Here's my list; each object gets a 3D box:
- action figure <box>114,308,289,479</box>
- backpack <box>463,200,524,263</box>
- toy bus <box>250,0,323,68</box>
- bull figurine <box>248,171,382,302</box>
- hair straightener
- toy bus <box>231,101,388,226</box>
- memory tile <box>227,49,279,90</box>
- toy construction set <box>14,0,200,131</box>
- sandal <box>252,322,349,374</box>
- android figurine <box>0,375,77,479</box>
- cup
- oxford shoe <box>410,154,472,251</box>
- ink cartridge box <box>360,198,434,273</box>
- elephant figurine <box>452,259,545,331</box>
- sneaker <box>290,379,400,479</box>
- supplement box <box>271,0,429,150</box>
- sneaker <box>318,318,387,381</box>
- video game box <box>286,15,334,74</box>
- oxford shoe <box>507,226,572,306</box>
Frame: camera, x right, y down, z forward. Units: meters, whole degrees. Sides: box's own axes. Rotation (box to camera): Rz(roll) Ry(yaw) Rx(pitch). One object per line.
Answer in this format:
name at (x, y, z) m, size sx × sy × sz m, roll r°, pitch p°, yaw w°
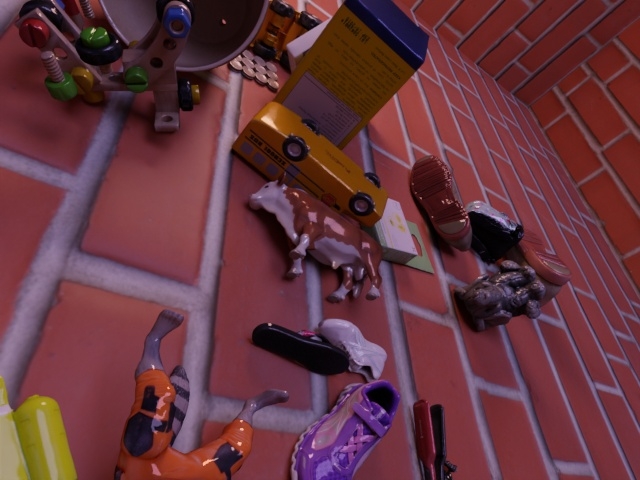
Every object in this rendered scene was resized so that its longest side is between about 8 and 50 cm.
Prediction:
action figure at (-0.145, 0.295, 0.459) m, size 0.341 × 0.179 × 0.330 m, roll 58°, pitch 36°, yaw -34°
backpack at (0.510, -0.037, 1.352) m, size 0.182 × 0.152 × 0.115 m, roll 33°, pitch 32°, yaw 0°
toy bus at (-0.112, -0.612, 1.248) m, size 0.220 × 0.149 × 0.211 m, roll 8°, pitch 40°, yaw -37°
bull figurine at (0.000, 0.000, 0.852) m, size 0.310 × 0.101 × 0.188 m, roll 27°, pitch 46°, yaw -21°
hair straightener at (0.216, 0.399, 0.754) m, size 0.089 × 0.047 × 0.230 m, roll 23°, pitch 45°, yaw -28°
toy bus at (-0.014, -0.149, 0.938) m, size 0.333 × 0.130 × 0.108 m, roll 38°, pitch 38°, yaw -12°
memory tile at (-0.175, -0.453, 1.143) m, size 0.148 × 0.012 × 0.113 m, roll 17°, pitch 48°, yaw -35°
toy construction set at (-0.348, -0.310, 0.752) m, size 0.258 × 0.237 × 0.309 m, roll -31°, pitch 61°, yaw -22°
sandal at (-0.026, 0.169, 0.711) m, size 0.179 × 0.067 × 0.040 m, roll 29°, pitch 30°, yaw -19°
android figurine at (-0.353, 0.211, 0.368) m, size 0.248 × 0.056 × 0.272 m, roll -6°, pitch 64°, yaw -46°
cup at (-0.258, -0.522, 0.919) m, size 0.331 × 0.331 × 0.237 m, roll 39°, pitch 13°, yaw -11°
oxford shoe at (0.358, -0.112, 1.307) m, size 0.130 × 0.123 × 0.348 m, roll 48°, pitch 27°, yaw -46°
ink cartridge box at (0.202, -0.019, 1.098) m, size 0.235 × 0.056 × 0.171 m, roll 14°, pitch 48°, yaw -33°
elephant figurine at (0.420, 0.144, 1.098) m, size 0.240 × 0.185 × 0.169 m, roll -14°, pitch 29°, yaw -22°
sneaker at (0.049, 0.285, 0.647) m, size 0.095 × 0.104 × 0.236 m, roll 51°, pitch 39°, yaw 2°
supplement box at (0.048, -0.367, 1.001) m, size 0.194 × 0.356 × 0.195 m, roll 38°, pitch 39°, yaw -14°
sneaker at (0.057, 0.194, 0.775) m, size 0.152 × 0.054 × 0.061 m, roll 38°, pitch 42°, yaw -14°
video game box at (0.013, -0.500, 1.152) m, size 0.048 × 0.205 × 0.187 m, roll 57°, pitch -2°, yaw 5°
oxford shoe at (0.641, 0.054, 1.411) m, size 0.141 × 0.146 × 0.397 m, roll 17°, pitch 27°, yaw -7°
